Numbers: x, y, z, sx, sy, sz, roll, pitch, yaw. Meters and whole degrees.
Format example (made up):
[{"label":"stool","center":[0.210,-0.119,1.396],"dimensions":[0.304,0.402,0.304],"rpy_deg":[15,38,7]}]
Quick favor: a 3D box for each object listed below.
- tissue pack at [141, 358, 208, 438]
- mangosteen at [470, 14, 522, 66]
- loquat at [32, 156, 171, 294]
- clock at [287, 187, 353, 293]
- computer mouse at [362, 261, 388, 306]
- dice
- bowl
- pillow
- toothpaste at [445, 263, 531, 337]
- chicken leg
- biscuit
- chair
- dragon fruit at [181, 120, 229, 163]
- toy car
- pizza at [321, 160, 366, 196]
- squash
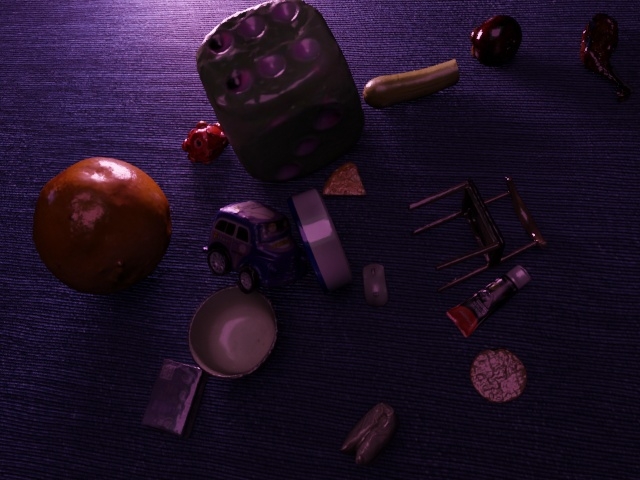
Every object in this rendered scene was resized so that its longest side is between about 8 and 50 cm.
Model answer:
[{"label":"tissue pack","center":[-0.331,0.359,1.362],"dimensions":[0.112,0.051,0.156],"rpy_deg":[10,71,18]},{"label":"mangosteen","center":[0.439,-0.510,1.527],"dimensions":[0.140,0.140,0.140],"rpy_deg":[-4,68,10]},{"label":"loquat","center":[-0.511,-0.034,1.414],"dimensions":[0.328,0.328,0.328],"rpy_deg":[-4,68,10]},{"label":"clock","center":[0.000,0.000,1.342],"dimensions":[0.083,0.230,0.230],"rpy_deg":[-21,66,-3]},{"label":"computer mouse","center":[0.125,0.098,1.384],"dimensions":[0.055,0.032,0.110],"rpy_deg":[-9,67,7]},{"label":"dice","center":[-0.094,-0.355,1.451],"dimensions":[0.322,0.330,0.318],"rpy_deg":[-25,67,-1]},{"label":"bowl","center":[-0.185,0.217,1.356],"dimensions":[0.211,0.112,0.211],"rpy_deg":[-4,68,9]},{"label":"pillow","center":[0.101,0.385,1.191],"dimensions":[0.078,0.181,0.134],"rpy_deg":[40,80,20]},{"label":"toothpaste","center":[0.374,0.131,1.317],"dimensions":[0.193,0.045,0.071],"rpy_deg":[-36,66,2]},{"label":"chicken leg","center":[0.703,-0.456,1.483],"dimensions":[0.106,0.051,0.253],"rpy_deg":[-4,70,4]},{"label":"biscuit","center":[0.375,0.285,1.266],"dimensions":[0.120,0.015,0.120],"rpy_deg":[-4,68,10]},{"label":"chair","center":[0.349,-0.031,1.316],"dimensions":[0.272,0.166,0.188],"rpy_deg":[-22,66,2]},{"label":"dragon fruit","center":[-0.309,-0.267,1.603],"dimensions":[0.126,0.068,0.112],"rpy_deg":[-30,66,0]},{"label":"toy car","center":[-0.140,0.008,1.359],"dimensions":[0.235,0.172,0.158],"rpy_deg":[27,119,32]},{"label":"pizza","center":[0.068,-0.134,1.494],"dimensions":[0.108,0.026,0.123],"rpy_deg":[36,77,19]},{"label":"squash","center":[0.231,-0.397,1.534],"dimensions":[0.250,0.083,0.083],"rpy_deg":[-13,66,6]}]
